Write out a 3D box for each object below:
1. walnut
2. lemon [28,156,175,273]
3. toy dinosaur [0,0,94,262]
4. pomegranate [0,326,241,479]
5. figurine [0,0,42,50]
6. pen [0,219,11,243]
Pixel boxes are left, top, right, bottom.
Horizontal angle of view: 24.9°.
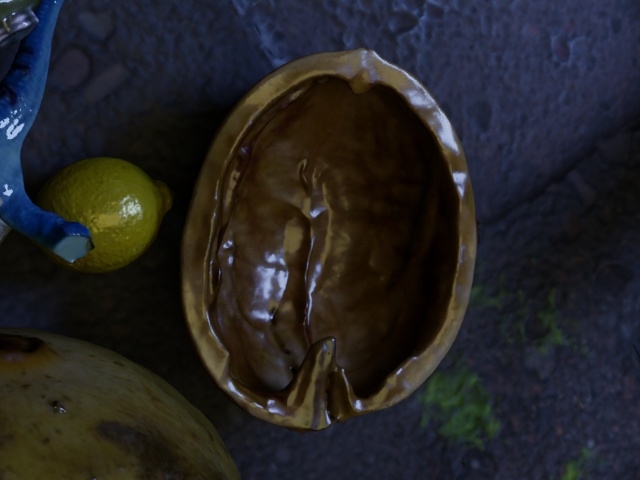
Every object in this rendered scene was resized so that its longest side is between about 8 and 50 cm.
[{"bbox_3d":[0.000,-0.002,0.818,0.167,0.087,0.211,10,93,-15],"label":"walnut"},{"bbox_3d":[-0.118,-0.014,0.784,0.083,0.062,0.062,-16,103,-18],"label":"lemon"},{"bbox_3d":[-0.211,-0.020,0.724,0.329,0.076,0.144,-38,67,-10],"label":"toy dinosaur"},{"bbox_3d":[-0.160,0.167,0.685,0.281,0.281,0.281,-3,99,-21],"label":"pomegranate"},{"bbox_3d":[-0.226,-0.134,0.684,0.250,0.166,0.141,-26,122,14],"label":"figurine"},{"bbox_3d":[-0.224,0.056,0.776,0.025,0.025,0.204,36,85,-22],"label":"pen"}]
